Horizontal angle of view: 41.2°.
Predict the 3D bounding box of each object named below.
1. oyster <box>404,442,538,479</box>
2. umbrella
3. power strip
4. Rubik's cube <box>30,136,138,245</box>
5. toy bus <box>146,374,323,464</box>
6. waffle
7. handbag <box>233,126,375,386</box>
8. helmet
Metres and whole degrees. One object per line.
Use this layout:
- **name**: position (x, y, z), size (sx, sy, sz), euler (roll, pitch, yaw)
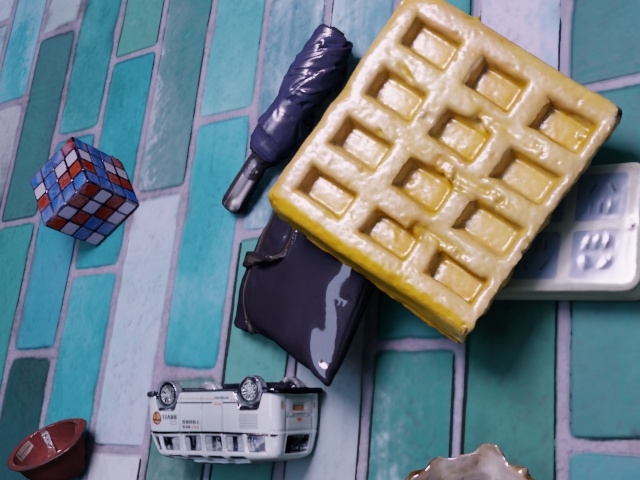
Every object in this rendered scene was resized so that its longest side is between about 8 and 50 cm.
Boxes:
- **oyster**: position (0.176, 0.301, 0.608), size (0.337, 0.133, 0.198), euler (40, 107, 33)
- **umbrella**: position (-0.039, -0.134, 0.993), size (0.071, 0.071, 0.248), euler (36, 99, 40)
- **power strip**: position (0.178, -0.003, 0.788), size (0.270, 0.046, 0.118), euler (-3, 71, 36)
- **Rubik's cube**: position (-0.318, -0.065, 1.146), size (0.092, 0.092, 0.092), euler (-41, 54, 16)
- **toy bus**: position (-0.095, 0.188, 0.889), size (0.193, 0.087, 0.089), euler (-8, 77, 33)
- **waffle**: position (0.104, -0.070, 0.750), size (0.221, 0.055, 0.248), euler (35, 92, 14)
- **handbag**: position (0.000, 0.000, 0.875), size (0.211, 0.088, 0.254), euler (17, 85, 58)
- **helmet**: position (-0.319, 0.267, 1.036), size (0.111, 0.057, 0.089), euler (-16, 21, 26)
